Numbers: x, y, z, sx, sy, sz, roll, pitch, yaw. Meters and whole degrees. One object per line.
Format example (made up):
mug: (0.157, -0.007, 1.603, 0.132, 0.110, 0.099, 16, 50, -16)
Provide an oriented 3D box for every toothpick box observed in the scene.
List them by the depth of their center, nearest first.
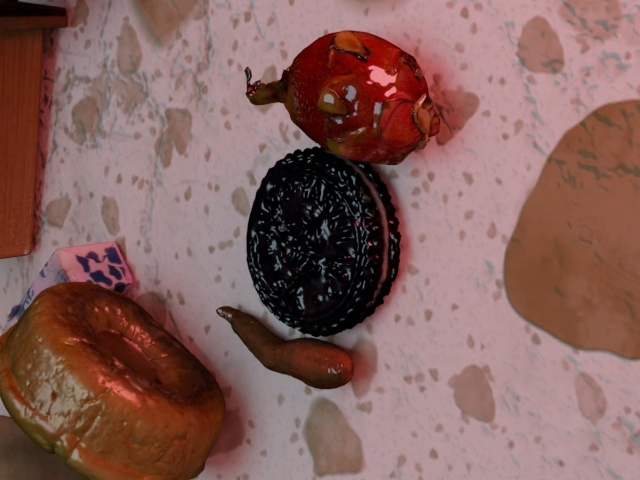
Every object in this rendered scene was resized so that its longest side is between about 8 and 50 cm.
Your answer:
toothpick box: (-0.439, -0.139, 1.879, 0.190, 0.187, 0.308, 17, 108, 42)

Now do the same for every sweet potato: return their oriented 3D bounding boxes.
sweet potato: (-0.036, 0.111, 1.583, 0.214, 0.050, 0.050, 18, 105, 49)

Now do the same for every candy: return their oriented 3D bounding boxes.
candy: (-0.295, 0.077, 1.805, 0.160, 0.092, 0.073, -51, 60, 35)

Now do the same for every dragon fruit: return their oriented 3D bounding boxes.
dragon fruit: (0.008, -0.139, 1.475, 0.246, 0.125, 0.125, 12, 103, 51)

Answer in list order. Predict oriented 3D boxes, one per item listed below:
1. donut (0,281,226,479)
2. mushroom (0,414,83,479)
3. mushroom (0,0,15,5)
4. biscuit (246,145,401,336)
donut: (-0.226, 0.158, 1.649, 0.261, 0.208, 0.128, 39, 111, 13)
mushroom: (-0.405, 0.323, 1.831, 0.260, 0.254, 0.234, 138, 136, -85)
mushroom: (-0.391, -0.419, 1.711, 0.345, 0.239, 0.345, -4, 80, 22)
biscuit: (0.000, 0.000, 1.534, 0.194, 0.053, 0.194, 4, 96, 44)
